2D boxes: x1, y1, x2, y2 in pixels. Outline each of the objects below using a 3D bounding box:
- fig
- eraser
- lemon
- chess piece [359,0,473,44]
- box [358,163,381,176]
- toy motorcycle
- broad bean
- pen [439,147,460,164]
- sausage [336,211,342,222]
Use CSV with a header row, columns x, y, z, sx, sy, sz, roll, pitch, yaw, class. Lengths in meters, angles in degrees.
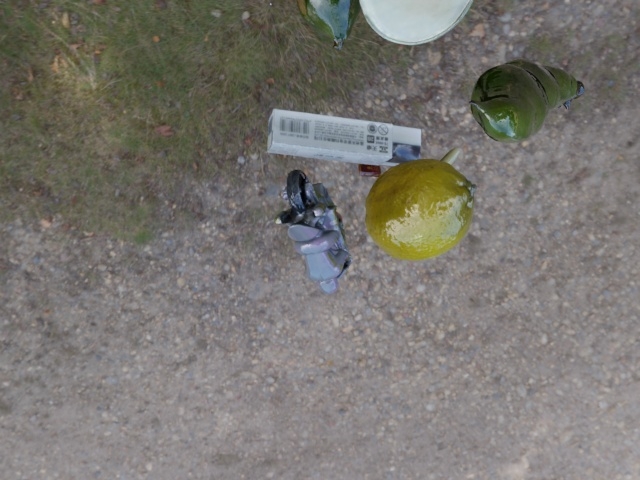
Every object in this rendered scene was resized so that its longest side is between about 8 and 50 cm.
x,y,z,sx,sy,sz,roll,pitch,yaw,class
0.038,-0.643,1.404,0.196,0.195,0.244,-23,85,5,fig
0.064,-0.266,1.345,0.404,0.096,0.098,4,83,-17,eraser
0.188,-0.058,0.975,0.231,0.192,0.192,-18,118,32,lemon
0.195,-0.448,0.874,0.183,0.330,0.182,10,120,18,chess piece
0.184,-0.263,1.911,0.082,0.051,0.023,2,136,-6,box
0.000,0.000,0.754,0.073,0.152,0.225,-11,157,16,toy motorcycle
0.159,-0.114,0.396,0.060,0.298,0.043,43,126,12,broad bean
0.235,-0.120,1.168,0.032,0.040,0.233,43,92,-4,pen
0.014,-0.048,1.755,0.077,0.194,0.077,15,123,24,sausage
